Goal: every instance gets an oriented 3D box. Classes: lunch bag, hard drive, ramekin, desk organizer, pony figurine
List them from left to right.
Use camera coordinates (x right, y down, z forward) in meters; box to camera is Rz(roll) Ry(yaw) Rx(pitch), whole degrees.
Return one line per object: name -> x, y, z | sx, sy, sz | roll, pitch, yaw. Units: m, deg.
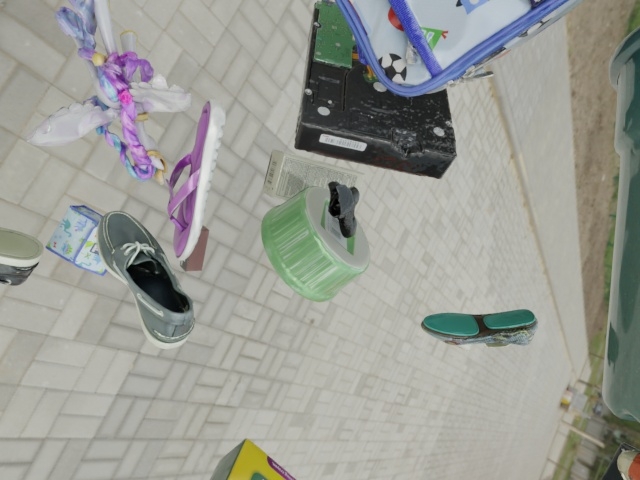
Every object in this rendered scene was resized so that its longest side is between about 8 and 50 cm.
lunch bag -> -0.588, 0.001, 1.069 | 0.151, 0.096, 0.129 | 33, 93, -8
pony figurine -> -0.424, -0.310, 0.883 | 0.302, 0.351, 0.364 | -17, 92, -6
desk organizer -> -0.360, 0.022, 1.200 | 0.050, 0.047, 0.130 | 1, 111, -41
ramekin -> 0.000, 0.000, 1.140 | 0.148, 0.304, 0.303 | -35, 154, 29
hard drive -> 0.088, -0.264, 0.694 | 0.064, 0.236, 0.339 | 114, -17, -56
lunch bag -> 0.098, -0.289, 0.370 | 0.304, 0.243, 0.115 | 61, 32, -5

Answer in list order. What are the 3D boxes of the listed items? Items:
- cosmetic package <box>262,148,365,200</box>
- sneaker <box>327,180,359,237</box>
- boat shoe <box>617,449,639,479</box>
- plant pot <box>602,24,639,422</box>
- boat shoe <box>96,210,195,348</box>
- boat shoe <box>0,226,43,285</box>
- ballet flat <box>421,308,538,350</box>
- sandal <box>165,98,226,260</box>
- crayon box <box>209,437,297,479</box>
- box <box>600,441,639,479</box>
cosmetic package -> -0.023, -0.191, 1.386 | 0.296, 0.129, 0.153 | 11, 101, -26
sneaker -> 0.050, -0.071, 1.028 | 0.089, 0.051, 0.170 | -27, 134, -41
boat shoe -> 0.304, 0.219, 0.370 | 0.137, 0.043, 0.049 | 37, 76, -33
plant pot -> 0.401, 0.013, 0.335 | 0.341, 0.341, 0.335 | 5, 96, -51
boat shoe -> -0.328, 0.048, 0.797 | 0.116, 0.320, 0.099 | -15, 150, -42
boat shoe -> -0.754, 0.011, 0.830 | 0.339, 0.127, 0.113 | 17, 120, -31
ballet flat -> 0.267, 0.158, 0.709 | 0.070, 0.188, 0.070 | -4, 90, -80
sandal -> -0.340, -0.156, 1.063 | 0.102, 0.169, 0.417 | 11, 103, -28
crayon box -> -0.071, 0.578, 0.694 | 0.106, 0.363, 0.313 | -45, -176, 19
box -> 0.418, 0.432, 0.522 | 0.261, 0.184, 0.103 | -52, -179, -11
